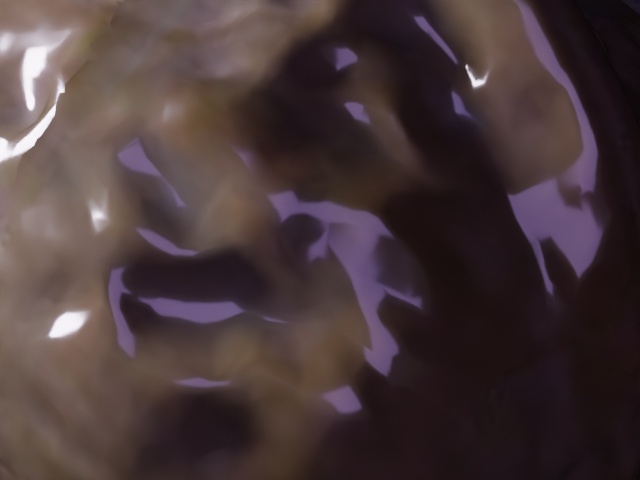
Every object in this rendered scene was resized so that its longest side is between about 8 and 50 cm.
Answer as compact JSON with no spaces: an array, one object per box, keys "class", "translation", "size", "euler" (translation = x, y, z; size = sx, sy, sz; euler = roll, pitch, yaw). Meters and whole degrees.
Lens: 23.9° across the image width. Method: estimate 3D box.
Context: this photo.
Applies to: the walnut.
[{"class":"walnut","translation":[0.001,0.000,0.472],"size":[0.273,0.273,0.227],"euler":[43,108,2]}]
